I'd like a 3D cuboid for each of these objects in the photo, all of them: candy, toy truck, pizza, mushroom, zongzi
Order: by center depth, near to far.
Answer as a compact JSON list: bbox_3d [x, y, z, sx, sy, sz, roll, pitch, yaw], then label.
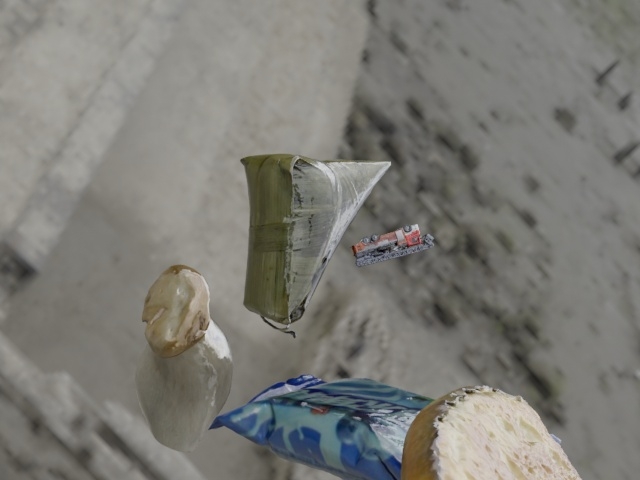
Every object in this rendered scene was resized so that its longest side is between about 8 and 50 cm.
[{"bbox_3d":[0.143,0.214,1.296,0.223,0.089,0.323,52,17,5],"label":"pizza"},{"bbox_3d":[-0.129,0.115,1.615,0.088,0.212,0.097,32,57,19],"label":"mushroom"},{"bbox_3d":[0.048,0.189,1.701,0.331,0.077,0.187,14,22,42],"label":"candy"},{"bbox_3d":[0.072,0.004,1.762,0.024,0.083,0.032,118,-46,-79],"label":"toy truck"},{"bbox_3d":[0.001,0.003,2.005,0.094,0.205,0.204,7,6,43],"label":"zongzi"}]
